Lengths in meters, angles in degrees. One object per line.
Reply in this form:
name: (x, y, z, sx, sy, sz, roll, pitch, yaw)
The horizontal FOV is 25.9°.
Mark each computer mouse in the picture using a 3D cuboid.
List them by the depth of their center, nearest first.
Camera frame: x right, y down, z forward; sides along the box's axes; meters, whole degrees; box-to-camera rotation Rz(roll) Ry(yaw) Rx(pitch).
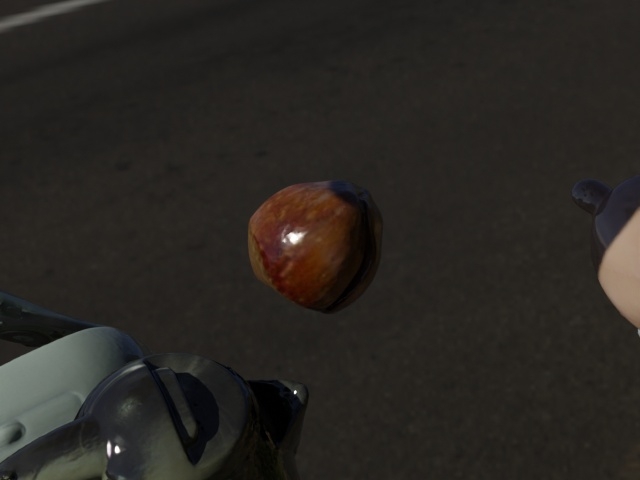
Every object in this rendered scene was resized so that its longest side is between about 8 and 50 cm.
computer mouse: (-0.238, 0.156, 1.286, 0.231, 0.128, 0.079, -26, -8, -41)

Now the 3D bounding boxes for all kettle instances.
kettle: (-0.157, 0.239, 1.149, 0.321, 0.324, 0.228, -16, 47, -16)

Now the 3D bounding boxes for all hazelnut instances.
hazelnut: (0.000, 0.000, 1.403, 0.143, 0.143, 0.154, -5, -1, 10)

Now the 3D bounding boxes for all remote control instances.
remote control: (-0.323, 0.081, 1.460, 0.256, 0.045, 0.097, 19, -24, -31)

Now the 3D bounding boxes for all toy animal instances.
toy animal: (0.404, 0.019, 1.432, 0.221, 0.229, 0.210, -31, 47, 12)
